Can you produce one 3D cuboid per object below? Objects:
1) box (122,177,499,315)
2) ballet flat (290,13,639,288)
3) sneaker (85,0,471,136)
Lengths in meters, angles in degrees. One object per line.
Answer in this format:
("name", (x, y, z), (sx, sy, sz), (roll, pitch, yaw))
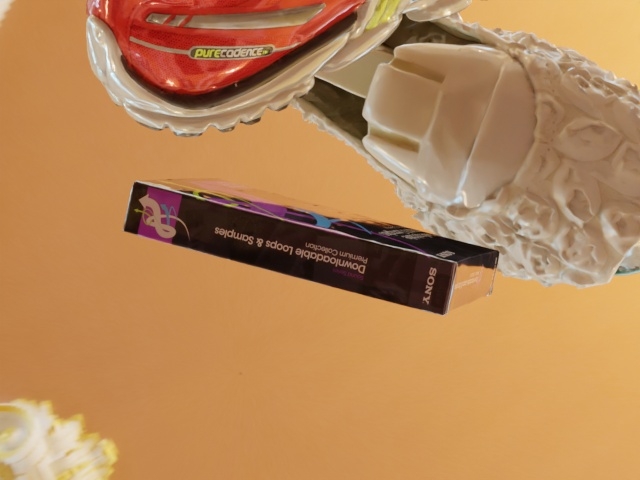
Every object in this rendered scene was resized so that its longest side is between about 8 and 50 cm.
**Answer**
("box", (0.000, 0.000, 0.739), (0.162, 0.116, 0.029), (16, -83, 15))
("ballet flat", (0.051, -0.088, 0.941), (0.147, 0.409, 0.147), (-16, -59, -29))
("sneaker", (0.020, -0.151, 0.638), (0.279, 0.118, 0.107), (-38, -120, -20))
